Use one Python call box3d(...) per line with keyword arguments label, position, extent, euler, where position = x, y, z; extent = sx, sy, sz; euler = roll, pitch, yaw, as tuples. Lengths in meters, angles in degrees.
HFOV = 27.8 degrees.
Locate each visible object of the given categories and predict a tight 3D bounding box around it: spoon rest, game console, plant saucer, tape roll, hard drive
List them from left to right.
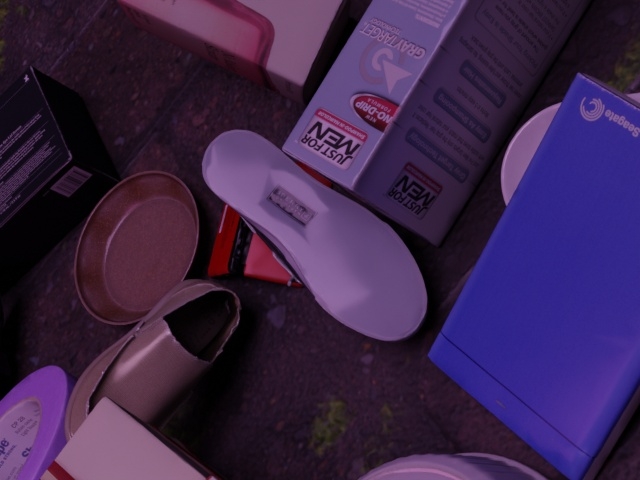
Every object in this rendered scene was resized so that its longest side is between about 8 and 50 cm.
box3d(label="tape roll", position=(-0.336, 0.280, 1.458), extent=(0.275, 0.090, 0.275), euler=(-40, 27, 25))
box3d(label="plant saucer", position=(-0.218, 0.012, 1.591), extent=(0.198, 0.036, 0.199), euler=(-14, 65, 31))
box3d(label="game console", position=(-0.060, -0.018, 1.507), extent=(0.124, 0.085, 0.144), euler=(-17, 57, 65))
box3d(label="hard drive", position=(0.246, 0.033, 1.201), extent=(0.210, 0.040, 0.319), euler=(40, 112, 39))
box3d(label="spoon rest", position=(0.296, -0.095, 1.244), extent=(0.276, 0.084, 0.137), euler=(-21, 60, 26))

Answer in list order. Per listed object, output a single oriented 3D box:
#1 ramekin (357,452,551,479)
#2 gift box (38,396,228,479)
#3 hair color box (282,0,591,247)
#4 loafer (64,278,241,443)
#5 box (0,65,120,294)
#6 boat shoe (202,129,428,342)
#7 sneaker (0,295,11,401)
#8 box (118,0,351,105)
box3d(label="ramekin", position=(0.109, 0.318, 1.178), extent=(0.272, 0.127, 0.273), euler=(-14, 64, 31))
box3d(label="gift box", position=(-0.152, 0.355, 1.273), extent=(0.258, 0.255, 0.276), euler=(28, 83, 41))
box3d(label="hair color box", position=(0.140, -0.199, 1.329), extent=(0.113, 0.185, 0.374), euler=(32, 91, 39))
box3d(label="loafer", position=(-0.177, 0.133, 1.405), extent=(0.092, 0.102, 0.268), euler=(-26, 24, 52))
box3d(label="box", position=(-0.413, -0.071, 1.720), extent=(0.261, 0.103, 0.184), euler=(-41, 57, 15))
box3d(label="boat shoe", position=(-0.003, 0.003, 1.399), extent=(0.306, 0.105, 0.113), euler=(36, 84, 19))
box3d(label="sneaker", position=(-0.447, 0.195, 1.625), extent=(0.127, 0.126, 0.321), euler=(13, 90, 42))
box3d(label="box", position=(-0.094, -0.266, 1.478), extent=(0.232, 0.148, 0.127), euler=(26, 88, 2))
